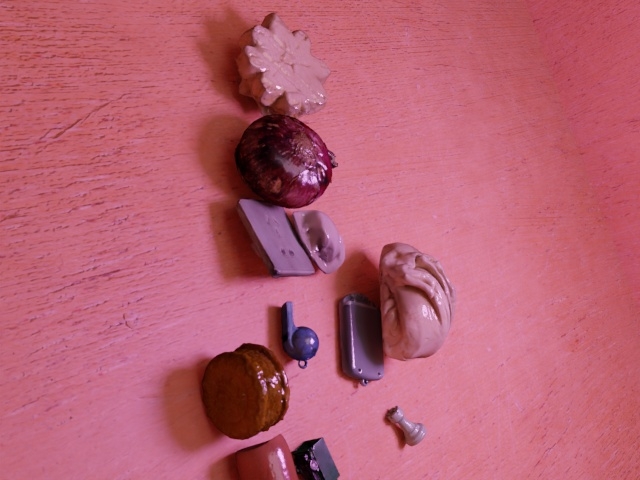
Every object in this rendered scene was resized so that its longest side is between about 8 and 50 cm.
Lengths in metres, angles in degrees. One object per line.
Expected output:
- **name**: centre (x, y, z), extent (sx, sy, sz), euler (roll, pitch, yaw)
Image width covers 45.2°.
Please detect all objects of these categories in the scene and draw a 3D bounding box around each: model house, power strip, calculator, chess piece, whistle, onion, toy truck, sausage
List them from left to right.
- **power strip**: centre (-0.120, 0.004, 1.821), extent (0.198, 0.064, 0.213), euler (3, 55, -60)
- **sausage**: centre (-0.087, 0.563, 1.586), extent (0.121, 0.121, 0.304), euler (-8, 79, -49)
- **onion**: centre (-0.091, -0.186, 1.857), extent (0.246, 0.190, 0.246), euler (26, 39, -24)
- **whistle**: centre (-0.046, 0.224, 1.806), extent (0.090, 0.090, 0.158), euler (18, 60, -42)
- **toy truck**: centre (-0.006, 0.531, 1.731), extent (0.079, 0.065, 0.147), euler (-25, 91, -53)
- **model house**: centre (0.009, -0.235, 2.086), extent (0.083, 0.057, 0.058), euler (26, 60, -36)
- **calculator**: centre (0.107, 0.255, 1.987), extent (0.141, 0.045, 0.246), euler (18, 61, -42)
- **chess piece**: centre (0.221, 0.481, 2.007), extent (0.103, 0.067, 0.067), euler (46, 45, -12)

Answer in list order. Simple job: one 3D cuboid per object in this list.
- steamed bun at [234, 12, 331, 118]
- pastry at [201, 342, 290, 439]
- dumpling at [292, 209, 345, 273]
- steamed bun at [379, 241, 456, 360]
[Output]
- **steamed bun**: centre (-0.107, -0.432, 1.987), extent (0.292, 0.137, 0.296), euler (-15, 77, -45)
- **pastry**: centre (-0.155, 0.309, 1.583), extent (0.103, 0.188, 0.189), euler (-7, 79, -52)
- **dumpling**: centre (0.000, 0.001, 1.927), extent (0.176, 0.092, 0.150), euler (64, 18, -45)
- **steamed bun**: centre (0.257, 0.159, 2.009), extent (0.289, 0.203, 0.276), euler (-81, 167, -64)
